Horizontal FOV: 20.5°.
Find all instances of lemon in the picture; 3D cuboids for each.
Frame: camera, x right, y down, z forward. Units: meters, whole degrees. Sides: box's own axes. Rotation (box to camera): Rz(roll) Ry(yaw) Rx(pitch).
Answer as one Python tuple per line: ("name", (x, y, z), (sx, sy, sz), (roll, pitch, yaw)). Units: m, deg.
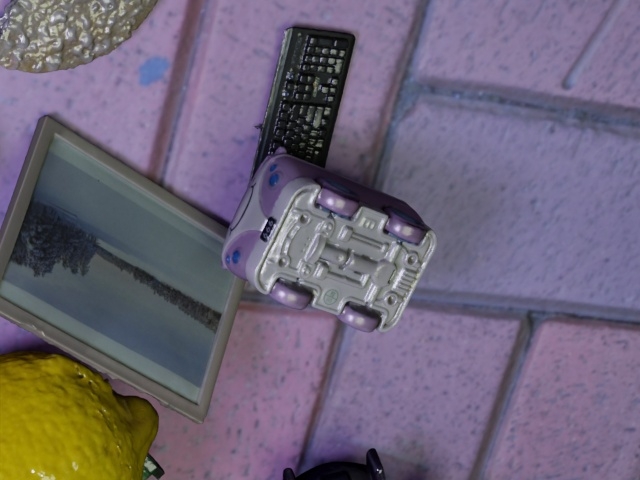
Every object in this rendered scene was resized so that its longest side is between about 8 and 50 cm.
("lemon", (-0.311, 0.238, 1.780), (0.319, 0.245, 0.245), (-28, 122, -9))

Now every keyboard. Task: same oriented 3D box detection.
("keyboard", (-0.026, -0.114, 1.874), (0.093, 0.025, 0.230), (2, 113, -29))

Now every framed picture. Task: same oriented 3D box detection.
("framed picture", (-0.199, 0.032, 1.794), (0.289, 0.016, 0.213), (33, 59, -33))

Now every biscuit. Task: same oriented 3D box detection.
("biscuit", (-0.213, -0.258, 1.713), (0.133, 0.032, 0.250), (26, 100, -34))

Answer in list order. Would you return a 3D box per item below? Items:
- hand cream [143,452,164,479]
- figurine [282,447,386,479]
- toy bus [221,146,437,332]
("hand cream", (-0.310, 0.347, 1.921), (0.336, 0.121, 0.076), (-42, 90, -5))
("figurine", (0.024, 0.370, 2.060), (0.308, 0.143, 0.309), (-20, 122, -36))
("toy bus", (0.000, 0.000, 1.840), (0.202, 0.142, 0.142), (21, 103, -36))
